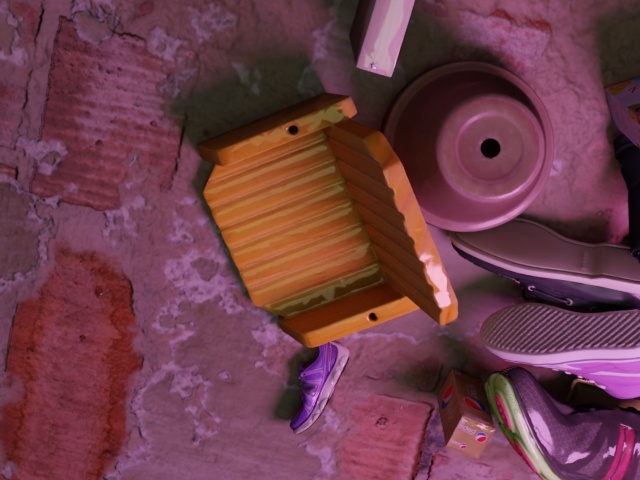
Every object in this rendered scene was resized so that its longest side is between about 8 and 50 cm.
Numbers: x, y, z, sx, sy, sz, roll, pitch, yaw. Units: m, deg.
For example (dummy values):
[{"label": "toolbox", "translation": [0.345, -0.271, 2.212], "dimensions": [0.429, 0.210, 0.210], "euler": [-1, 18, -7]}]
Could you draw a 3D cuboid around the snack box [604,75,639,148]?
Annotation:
[{"label": "snack box", "translation": [0.526, -0.199, 1.623], "dimensions": [0.174, 0.207, 0.070], "euler": [-19, 108, 5]}]

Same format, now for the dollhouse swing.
[{"label": "dollhouse swing", "translation": [0.000, 0.000, 1.642], "dimensions": [0.315, 0.305, 0.346], "euler": [-21, 108, 7]}]

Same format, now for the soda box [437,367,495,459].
[{"label": "soda box", "translation": [0.231, 0.276, 1.798], "dimensions": [0.058, 0.181, 0.061], "euler": [24, 107, -6]}]

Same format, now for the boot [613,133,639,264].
[{"label": "boot", "translation": [0.573, -0.075, 1.673], "dimensions": [0.246, 0.094, 0.207], "euler": [-9, 69, 8]}]

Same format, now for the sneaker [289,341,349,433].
[{"label": "sneaker", "translation": [-0.012, 0.241, 1.860], "dimensions": [0.071, 0.068, 0.170], "euler": [26, 99, 7]}]

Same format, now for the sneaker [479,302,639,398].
[{"label": "sneaker", "translation": [0.390, 0.184, 1.711], "dimensions": [0.282, 0.102, 0.161], "euler": [4, 142, 29]}]

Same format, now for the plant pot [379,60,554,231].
[{"label": "plant pot", "translation": [0.221, -0.135, 1.609], "dimensions": [0.263, 0.229, 0.263], "euler": [0, 95, -1]}]

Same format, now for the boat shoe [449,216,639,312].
[{"label": "boat shoe", "translation": [0.364, 0.052, 1.744], "dimensions": [0.340, 0.127, 0.113], "euler": [10, 130, 12]}]

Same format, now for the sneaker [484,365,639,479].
[{"label": "sneaker", "translation": [0.455, 0.324, 1.787], "dimensions": [0.483, 0.185, 0.202], "euler": [36, 97, -20]}]

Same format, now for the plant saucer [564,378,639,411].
[{"label": "plant saucer", "translation": [0.483, 0.325, 1.887], "dimensions": [0.188, 0.045, 0.188], "euler": [14, 109, -5]}]

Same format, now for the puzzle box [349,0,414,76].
[{"label": "puzzle box", "translation": [0.124, -0.442, 1.507], "dimensions": [0.052, 0.272, 0.409], "euler": [15, 109, -5]}]
